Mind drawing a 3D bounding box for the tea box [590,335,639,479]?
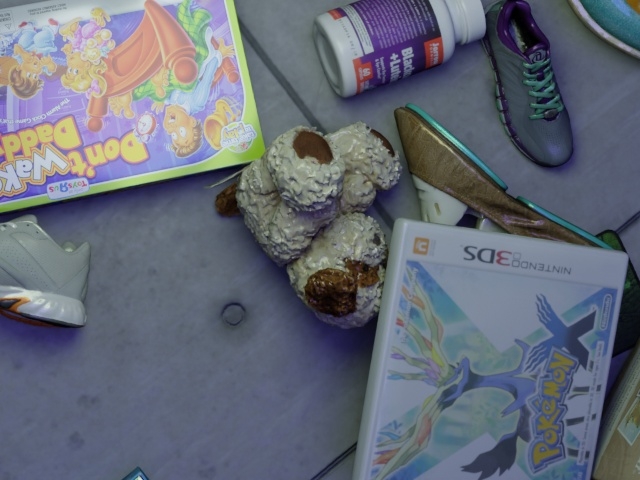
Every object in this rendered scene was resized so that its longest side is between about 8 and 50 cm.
[{"bbox_3d":[0.545,0.225,1.763,0.324,0.220,0.329,31,83,-9],"label":"tea box"}]

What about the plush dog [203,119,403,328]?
[{"bbox_3d":[0.000,0.000,1.699,0.211,0.262,0.225,-30,83,24],"label":"plush dog"}]

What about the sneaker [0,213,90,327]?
[{"bbox_3d":[-0.380,0.018,1.653,0.262,0.099,0.121,20,74,-38],"label":"sneaker"}]

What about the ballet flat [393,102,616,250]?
[{"bbox_3d":[0.206,-0.026,1.777,0.342,0.116,0.124,35,93,-10],"label":"ballet flat"}]

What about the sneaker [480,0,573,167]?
[{"bbox_3d":[0.260,-0.196,1.789,0.083,0.098,0.223,-24,92,-10],"label":"sneaker"}]

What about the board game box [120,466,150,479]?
[{"bbox_3d":[-0.210,0.466,1.705,0.242,0.064,0.316,-38,94,-9],"label":"board game box"}]

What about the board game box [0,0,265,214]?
[{"bbox_3d":[-0.258,-0.172,1.710,0.347,0.078,0.233,-12,90,-10],"label":"board game box"}]

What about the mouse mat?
[{"bbox_3d":[0.326,0.089,1.839,0.190,0.007,0.152,-26,93,-9],"label":"mouse mat"}]

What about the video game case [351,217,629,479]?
[{"bbox_3d":[0.202,0.155,1.698,0.300,0.036,0.328,8,94,-19],"label":"video game case"}]

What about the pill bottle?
[{"bbox_3d":[0.098,-0.253,1.758,0.194,0.108,0.108,-21,92,-9],"label":"pill bottle"}]

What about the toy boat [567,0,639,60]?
[{"bbox_3d":[0.443,-0.383,1.802,0.268,0.148,0.318,26,84,-8],"label":"toy boat"}]
